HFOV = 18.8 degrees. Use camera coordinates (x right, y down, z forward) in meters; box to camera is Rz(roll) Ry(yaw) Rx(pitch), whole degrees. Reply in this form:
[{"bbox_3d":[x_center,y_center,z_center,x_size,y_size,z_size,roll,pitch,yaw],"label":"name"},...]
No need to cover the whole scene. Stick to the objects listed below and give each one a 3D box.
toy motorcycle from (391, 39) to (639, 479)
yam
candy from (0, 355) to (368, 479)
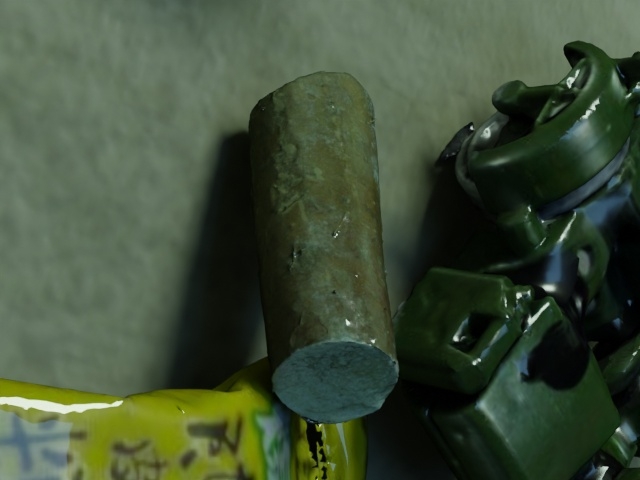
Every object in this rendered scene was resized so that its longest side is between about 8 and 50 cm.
[{"bbox_3d":[0.108,0.057,0.799,0.275,0.127,0.205,-53,124,-35],"label":"toy motorcycle"},{"bbox_3d":[0.000,0.000,0.733,0.054,0.054,0.132,24,47,-38],"label":"yam"},{"bbox_3d":[-0.073,0.126,0.673,0.297,0.081,0.187,1,84,-49],"label":"candy"}]
